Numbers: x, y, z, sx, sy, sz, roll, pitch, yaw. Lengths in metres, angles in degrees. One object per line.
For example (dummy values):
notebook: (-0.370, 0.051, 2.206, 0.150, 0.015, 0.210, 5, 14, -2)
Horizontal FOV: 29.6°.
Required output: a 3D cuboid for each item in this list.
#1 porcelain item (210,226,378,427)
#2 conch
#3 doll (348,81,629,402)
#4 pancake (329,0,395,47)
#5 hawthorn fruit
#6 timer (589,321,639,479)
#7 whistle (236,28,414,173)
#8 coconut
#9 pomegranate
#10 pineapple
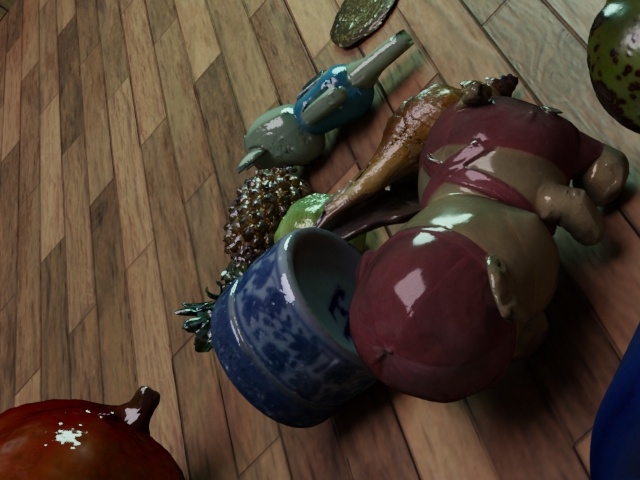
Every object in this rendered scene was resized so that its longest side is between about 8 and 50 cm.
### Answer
porcelain item: (-0.013, 0.076, 1.037, 0.114, 0.147, 0.147, -42, 32, 29)
conch: (0.085, -0.073, 1.099, 0.233, 0.086, 0.080, -51, 7, 9)
doll: (0.115, 0.013, 0.907, 0.256, 0.152, 0.196, -58, -7, -34)
pancake: (0.053, -0.272, 1.418, 0.115, 0.011, 0.115, -37, 35, 31)
hawthorn fruit: (-0.250, 0.287, 1.069, 0.295, 0.295, 0.311, -39, 33, 28)
timer: (0.299, 0.001, 0.592, 0.270, 0.270, 0.384, -27, 25, 42)
whistle: (0.007, -0.142, 1.303, 0.235, 0.077, 0.114, -36, 3, 22)
coconut: (0.000, 0.000, 1.160, 0.087, 0.088, 0.096, -16, 44, 50)
pomegranate: (0.265, -0.142, 0.859, 0.163, 0.125, 0.138, 0, 49, 55)
pineapple: (-0.073, 0.016, 1.248, 0.103, 0.083, 0.221, 5, 64, 40)
